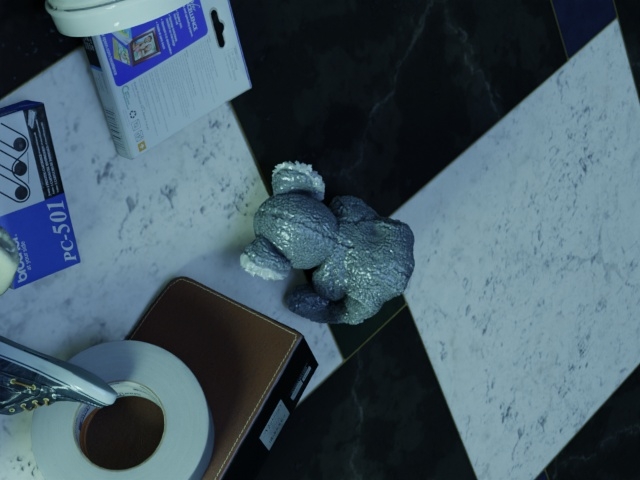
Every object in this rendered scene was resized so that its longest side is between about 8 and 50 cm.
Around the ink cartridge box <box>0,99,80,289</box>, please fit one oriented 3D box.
[{"bbox_3d":[-0.360,-0.055,1.601,0.097,0.046,0.207,-25,116,-35],"label":"ink cartridge box"}]

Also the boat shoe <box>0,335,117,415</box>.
[{"bbox_3d":[-0.342,0.182,1.615,0.183,0.065,0.083,23,90,2],"label":"boat shoe"}]

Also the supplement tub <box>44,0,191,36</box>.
[{"bbox_3d":[-0.259,-0.419,1.475,0.241,0.241,0.331,-37,122,-30],"label":"supplement tub"}]

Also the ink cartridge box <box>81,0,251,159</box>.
[{"bbox_3d":[-0.196,-0.239,1.693,0.208,0.045,0.206,-35,128,-30],"label":"ink cartridge box"}]

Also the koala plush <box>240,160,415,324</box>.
[{"bbox_3d":[0.000,0.000,1.855,0.221,0.203,0.196,31,78,-30],"label":"koala plush"}]

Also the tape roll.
[{"bbox_3d":[-0.244,0.238,1.658,0.219,0.219,0.072,-57,166,-17],"label":"tape roll"}]

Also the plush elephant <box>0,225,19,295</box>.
[{"bbox_3d":[-0.443,0.055,1.283,0.271,0.330,0.255,19,107,-16],"label":"plush elephant"}]

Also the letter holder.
[{"bbox_3d":[-0.174,0.229,1.783,0.302,0.214,0.152,-60,163,-14],"label":"letter holder"}]
